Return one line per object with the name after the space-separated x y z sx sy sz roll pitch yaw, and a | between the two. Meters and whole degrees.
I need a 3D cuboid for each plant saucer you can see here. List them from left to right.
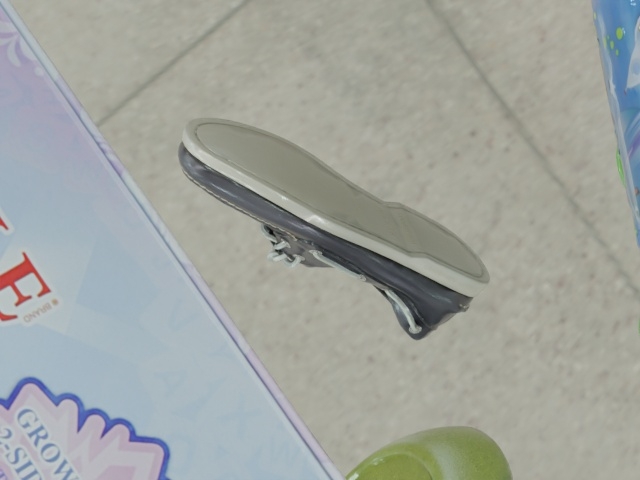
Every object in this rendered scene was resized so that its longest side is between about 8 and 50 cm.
0.033 0.220 1.077 0.037 0.241 0.241 29 125 -21 | plant saucer

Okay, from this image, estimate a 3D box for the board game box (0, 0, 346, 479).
-0.200 0.021 0.336 0.319 0.318 0.066 56 150 5 | board game box

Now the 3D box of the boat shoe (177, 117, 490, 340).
0.000 0.000 0.951 0.206 0.075 0.065 26 116 -28 | boat shoe

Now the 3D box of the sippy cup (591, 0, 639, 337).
0.263 -0.071 0.959 0.305 0.240 0.224 -22 84 38 | sippy cup
